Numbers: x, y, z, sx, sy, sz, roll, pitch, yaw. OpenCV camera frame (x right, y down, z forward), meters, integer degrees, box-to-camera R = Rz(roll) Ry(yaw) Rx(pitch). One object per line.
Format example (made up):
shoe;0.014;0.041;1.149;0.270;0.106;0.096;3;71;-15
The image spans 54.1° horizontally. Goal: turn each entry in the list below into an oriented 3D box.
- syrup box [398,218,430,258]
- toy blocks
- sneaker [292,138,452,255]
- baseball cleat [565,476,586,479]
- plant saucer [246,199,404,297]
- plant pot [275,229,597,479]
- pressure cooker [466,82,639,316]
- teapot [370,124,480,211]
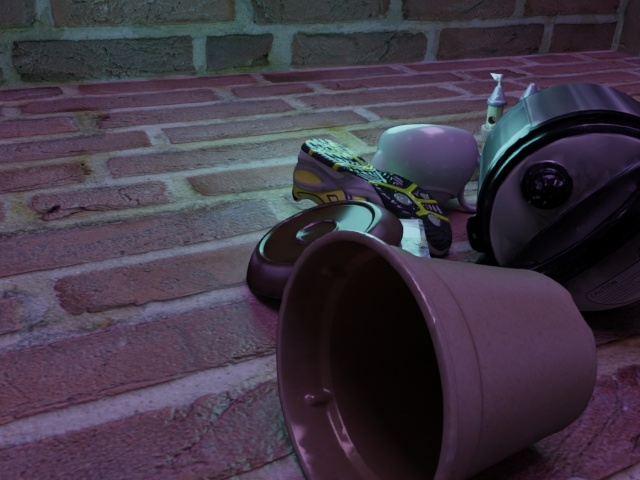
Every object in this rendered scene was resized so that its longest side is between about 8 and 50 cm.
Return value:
syrup box;0.149;0.049;1.157;0.093;0.096;0.237;2;28;2
toy blocks;0.546;-0.282;1.649;0.289;0.260;0.309;24;34;33
sneaker;0.109;-0.074;1.361;0.385;0.147;0.145;34;31;16
baseball cleat;0.325;0.345;0.662;0.109;0.072;0.206;-28;34;-23
plant saucer;0.000;0.000;1.175;0.311;0.050;0.310;-16;25;8
plant pot;0.156;0.151;0.774;0.305;0.333;0.334;-2;26;-31
pressure cooker;0.458;-0.069;1.124;0.376;0.369;0.420;6;24;13
teapot;0.252;-0.157;1.481;0.256;0.187;0.252;1;-5;33
